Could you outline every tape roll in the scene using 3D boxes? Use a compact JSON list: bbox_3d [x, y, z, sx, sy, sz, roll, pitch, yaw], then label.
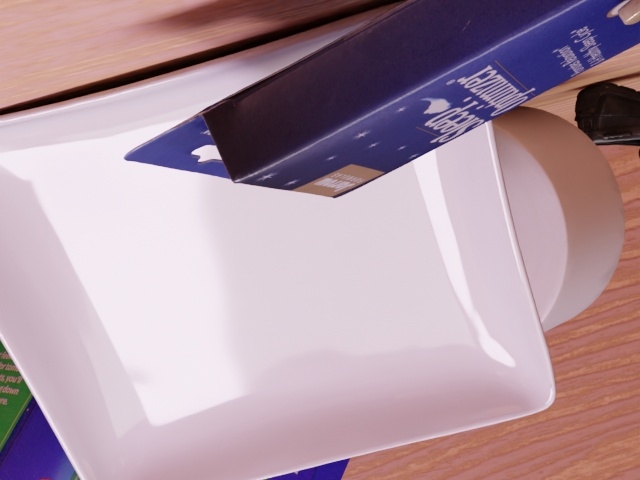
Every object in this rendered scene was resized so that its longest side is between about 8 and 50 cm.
[{"bbox_3d":[0.164,-0.012,1.306,0.246,0.246,0.169,-15,180,33],"label":"tape roll"}]

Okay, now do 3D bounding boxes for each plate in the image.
[{"bbox_3d":[-0.034,0.016,0.679,0.277,0.278,0.045,-14,-142,7],"label":"plate"}]

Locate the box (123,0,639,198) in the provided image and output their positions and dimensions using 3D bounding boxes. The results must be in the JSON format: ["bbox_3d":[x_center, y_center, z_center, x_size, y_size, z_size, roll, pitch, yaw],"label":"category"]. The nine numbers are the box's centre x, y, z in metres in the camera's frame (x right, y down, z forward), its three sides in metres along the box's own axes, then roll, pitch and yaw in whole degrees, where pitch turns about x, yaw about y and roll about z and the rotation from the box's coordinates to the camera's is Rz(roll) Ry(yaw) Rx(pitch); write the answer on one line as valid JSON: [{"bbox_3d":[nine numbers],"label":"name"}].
[{"bbox_3d":[0.045,-0.066,0.521,0.225,0.036,0.136,-26,172,15],"label":"box"}]

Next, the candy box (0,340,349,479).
[{"bbox_3d":[-0.125,0.163,0.855,0.122,0.268,0.317,-1,-126,42],"label":"candy box"}]

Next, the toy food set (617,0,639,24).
[{"bbox_3d":[0.208,-0.112,0.485,0.192,0.038,0.132,-20,166,-46],"label":"toy food set"}]

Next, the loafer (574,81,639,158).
[{"bbox_3d":[0.385,-0.119,1.465,0.223,0.078,0.076,10,171,-21],"label":"loafer"}]
